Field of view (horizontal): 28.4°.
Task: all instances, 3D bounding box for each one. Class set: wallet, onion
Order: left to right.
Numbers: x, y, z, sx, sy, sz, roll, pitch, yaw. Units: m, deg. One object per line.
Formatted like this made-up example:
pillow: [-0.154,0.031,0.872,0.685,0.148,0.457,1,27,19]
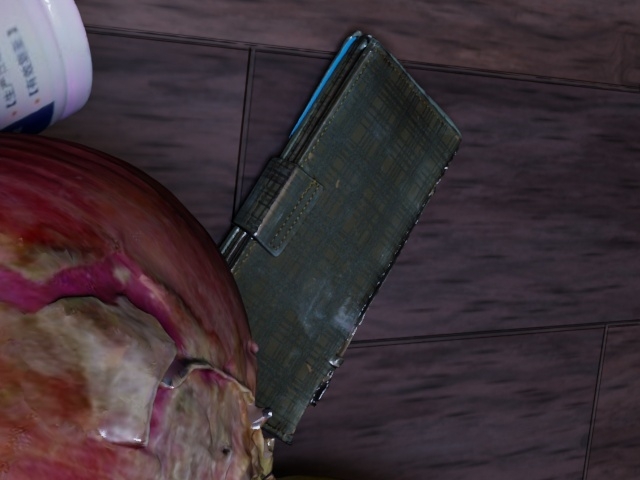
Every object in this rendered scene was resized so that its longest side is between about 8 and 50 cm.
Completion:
onion: [-0.165,0.122,0.653,0.354,0.354,0.353,-11,107,-37]
wallet: [-0.001,0.000,1.049,0.169,0.044,0.317,39,77,-42]

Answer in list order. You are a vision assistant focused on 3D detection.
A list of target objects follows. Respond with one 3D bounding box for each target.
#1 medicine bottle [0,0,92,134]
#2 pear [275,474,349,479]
medicine bottle: [-0.277,-0.087,0.728,0.254,0.152,0.152,-33,120,-28]
pear: [-0.001,0.329,0.963,0.314,0.314,0.314,-11,107,-37]
